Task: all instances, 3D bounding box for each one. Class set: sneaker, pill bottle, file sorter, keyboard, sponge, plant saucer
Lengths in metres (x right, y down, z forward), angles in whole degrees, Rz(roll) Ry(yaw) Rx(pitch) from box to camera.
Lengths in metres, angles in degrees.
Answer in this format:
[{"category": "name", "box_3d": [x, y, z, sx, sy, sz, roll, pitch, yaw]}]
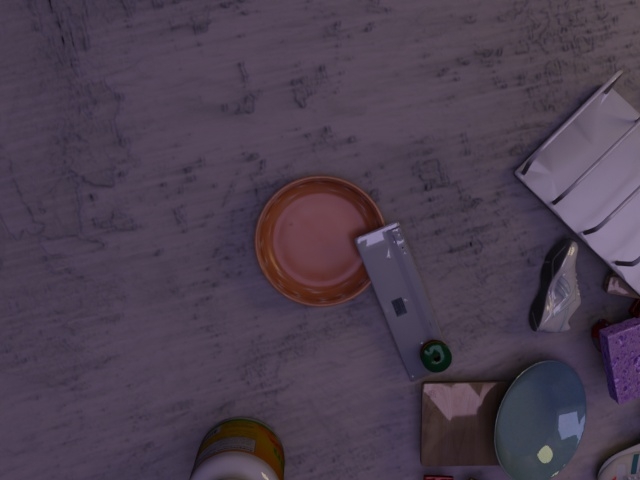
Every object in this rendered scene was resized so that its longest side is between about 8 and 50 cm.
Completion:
[{"category": "sneaker", "box_3d": [0.505, 0.353, 1.378, 0.161, 0.075, 0.057, -31, 131, 15]}, {"category": "pill bottle", "box_3d": [-0.121, 0.356, 1.295, 0.136, 0.245, 0.136, 0, 97, -1]}, {"category": "file sorter", "box_3d": [0.445, -0.074, 1.267, 0.193, 0.173, 0.277, -45, 83, 4]}, {"category": "keyboard", "box_3d": [0.128, 0.096, 1.365, 0.072, 0.014, 0.256, -21, 108, 5]}, {"category": "sneaker", "box_3d": [0.369, 0.071, 1.375, 0.061, 0.053, 0.152, 12, 102, -12]}, {"category": "sponge", "box_3d": [0.517, 0.154, 1.326, 0.210, 0.031, 0.117, -18, 108, -9]}, {"category": "plant saucer", "box_3d": [0.327, 0.274, 1.375, 0.195, 0.037, 0.195, -5, 100, -32]}, {"category": "plant saucer", "box_3d": [0.000, 0.000, 1.361, 0.200, 0.037, 0.200, 0, 97, -1]}]

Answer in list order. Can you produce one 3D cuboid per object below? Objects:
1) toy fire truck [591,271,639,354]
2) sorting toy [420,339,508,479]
[{"category": "toy fire truck", "box_3d": [0.483, 0.084, 1.377, 0.192, 0.047, 0.135, -37, 96, 3]}, {"category": "sorting toy", "box_3d": [0.219, 0.287, 1.394, 0.132, 0.046, 0.274, -1, 98, -2]}]
